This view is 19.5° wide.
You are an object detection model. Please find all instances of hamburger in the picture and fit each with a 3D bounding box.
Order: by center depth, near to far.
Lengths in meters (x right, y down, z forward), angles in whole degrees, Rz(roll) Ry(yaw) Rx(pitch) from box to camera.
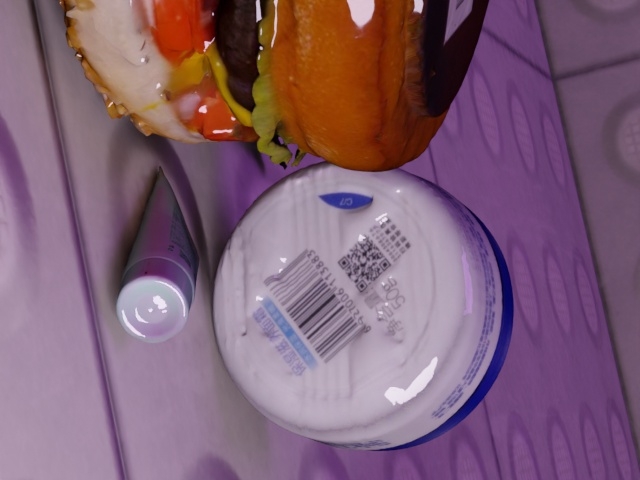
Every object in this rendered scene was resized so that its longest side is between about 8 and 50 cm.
[{"bbox_3d":[-0.020,-0.209,1.224,0.330,0.250,0.330,13,90,-77],"label":"hamburger"}]

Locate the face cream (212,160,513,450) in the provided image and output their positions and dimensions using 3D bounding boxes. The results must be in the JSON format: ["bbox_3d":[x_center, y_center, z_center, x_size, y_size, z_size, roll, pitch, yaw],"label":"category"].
[{"bbox_3d":[0.028,0.046,1.336,0.111,0.206,0.206,28,50,-64],"label":"face cream"}]

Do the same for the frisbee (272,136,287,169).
[{"bbox_3d":[-0.044,-0.111,1.457,0.211,0.012,0.187,51,-12,15],"label":"frisbee"}]

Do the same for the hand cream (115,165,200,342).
[{"bbox_3d":[-0.102,0.013,1.238,0.174,0.047,0.076,-85,156,-68],"label":"hand cream"}]
